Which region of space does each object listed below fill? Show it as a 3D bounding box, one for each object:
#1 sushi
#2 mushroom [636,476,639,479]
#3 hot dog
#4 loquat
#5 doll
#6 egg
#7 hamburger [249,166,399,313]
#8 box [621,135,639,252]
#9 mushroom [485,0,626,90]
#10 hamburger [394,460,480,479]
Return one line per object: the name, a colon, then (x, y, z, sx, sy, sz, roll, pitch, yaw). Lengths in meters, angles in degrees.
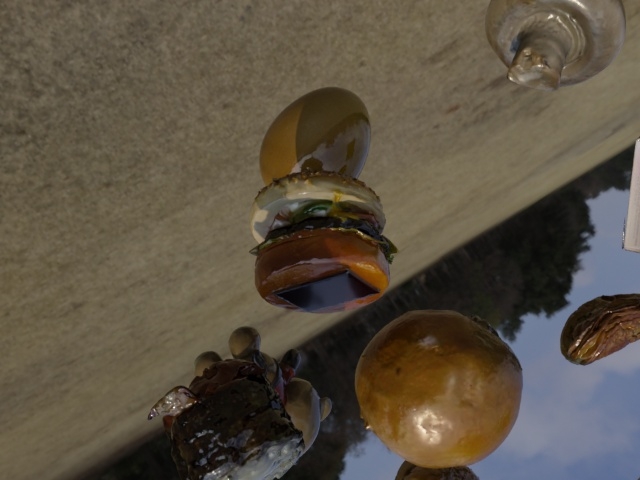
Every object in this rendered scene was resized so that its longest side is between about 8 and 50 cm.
sushi: (-0.139, 0.296, 1.045, 0.196, 0.182, 0.343, -36, 160, -13)
mushroom: (0.741, 0.574, 1.387, 0.207, 0.215, 0.207, -24, -152, 14)
hot dog: (0.648, 0.183, 1.527, 0.258, 0.114, 0.175, -20, 180, -14)
loquat: (0.229, 0.287, 1.344, 0.328, 0.329, 0.328, -33, 174, -4)
doll: (-0.112, 0.334, 1.414, 0.235, 0.330, 0.174, -40, -143, -11)
egg: (-0.009, -0.227, 1.675, 0.323, 0.250, 0.250, -58, 174, -1)
hamburger: (0.000, 0.000, 1.298, 0.290, 0.225, 0.291, -1, 152, -1)
box: (0.738, -0.118, 1.469, 0.106, 0.252, 0.203, 13, -154, 37)
mushroom: (0.338, -0.302, 1.009, 0.204, 0.204, 0.204, -33, 174, -4)
hamburger: (0.257, 0.621, 1.554, 0.286, 0.243, 0.146, -27, -175, -36)
